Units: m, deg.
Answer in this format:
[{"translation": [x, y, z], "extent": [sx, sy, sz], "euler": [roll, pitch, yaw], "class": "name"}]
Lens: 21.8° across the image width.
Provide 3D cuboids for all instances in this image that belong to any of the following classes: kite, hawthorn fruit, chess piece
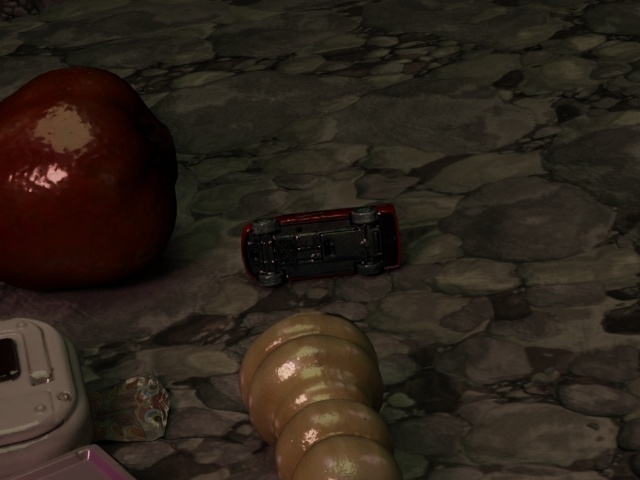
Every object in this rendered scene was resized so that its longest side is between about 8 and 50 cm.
[{"translation": [-0.273, 0.190, 1.772], "extent": [0.229, 0.016, 0.127], "euler": [-8, 27, -2], "class": "kite"}, {"translation": [-0.322, -0.070, 2.072], "extent": [0.311, 0.295, 0.295], "euler": [-22, 28, -28], "class": "hawthorn fruit"}, {"translation": [0.011, 0.186, 1.568], "extent": [0.142, 0.143, 0.261], "euler": [-11, 28, -7], "class": "chess piece"}]

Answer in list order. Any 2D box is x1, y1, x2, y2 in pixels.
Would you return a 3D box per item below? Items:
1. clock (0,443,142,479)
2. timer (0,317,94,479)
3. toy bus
[{"translation": [-0.223, 0.271, 1.515], "extent": [0.150, 0.063, 0.197], "euler": [-21, 27, -28], "class": "clock"}, {"translation": [-0.373, 0.176, 1.715], "extent": [0.262, 0.087, 0.237], "euler": [-13, 34, -9], "class": "timer"}, {"translation": [0.000, 0.000, 2.047], "extent": [0.195, 0.081, 0.089], "euler": [-7, 14, 2], "class": "toy bus"}]
